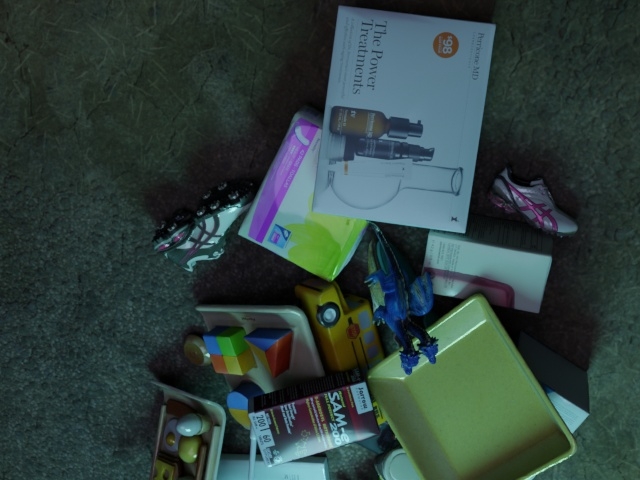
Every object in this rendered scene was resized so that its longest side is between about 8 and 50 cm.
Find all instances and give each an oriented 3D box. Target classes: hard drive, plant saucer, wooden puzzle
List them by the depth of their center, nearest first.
[{"bbox_3d":[0.290,0.317,1.724,0.333,0.081,0.332,-41,69,32],"label":"plant saucer"},{"bbox_3d":[-0.118,0.295,1.922,0.322,0.080,0.347,-3,115,44],"label":"wooden puzzle"},{"bbox_3d":[0.143,0.438,2.012,0.135,0.022,0.094,27,115,3],"label":"hard drive"},{"bbox_3d":[-0.282,0.253,2.035,0.083,0.015,0.083,18,125,28],"label":"plant saucer"},{"bbox_3d":[-0.126,0.601,2.135,0.308,0.040,0.202,-1,111,15],"label":"hard drive"}]

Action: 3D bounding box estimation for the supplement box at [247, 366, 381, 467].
[{"bbox_3d":[-0.013,0.352,1.795,0.240,0.073,0.130,-17,106,-1],"label":"supplement box"}]

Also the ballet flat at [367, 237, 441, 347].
[{"bbox_3d":[0.177,0.155,1.848,0.123,0.123,0.348,-34,100,23],"label":"ballet flat"}]

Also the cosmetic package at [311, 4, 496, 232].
[{"bbox_3d":[0.149,-0.219,1.643,0.285,0.097,0.377,7,96,2],"label":"cosmetic package"}]

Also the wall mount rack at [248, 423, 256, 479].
[{"bbox_3d":[-0.190,0.558,2.012,0.350,0.130,0.304,-7,115,41],"label":"wall mount rack"}]

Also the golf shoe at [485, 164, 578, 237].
[{"bbox_3d":[0.414,-0.072,1.717,0.186,0.067,0.086,28,114,2],"label":"golf shoe"}]

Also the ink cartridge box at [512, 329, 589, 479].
[{"bbox_3d":[0.405,0.343,1.827,0.171,0.168,0.232,33,115,0],"label":"ink cartridge box"}]

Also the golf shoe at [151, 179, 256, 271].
[{"bbox_3d":[-0.225,-0.034,1.891,0.273,0.105,0.120,-28,117,28],"label":"golf shoe"}]

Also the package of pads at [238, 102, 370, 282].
[{"bbox_3d":[0.001,-0.089,1.788,0.229,0.101,0.296,28,111,2],"label":"package of pads"}]

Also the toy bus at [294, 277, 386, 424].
[{"bbox_3d":[0.055,0.230,1.883,0.108,0.130,0.332,14,124,58],"label":"toy bus"}]

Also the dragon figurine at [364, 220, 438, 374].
[{"bbox_3d":[0.156,0.101,1.689,0.085,0.144,0.289,-10,100,-27],"label":"dragon figurine"}]

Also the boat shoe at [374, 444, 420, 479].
[{"bbox_3d":[0.270,0.539,1.976,0.325,0.097,0.116,24,75,-13],"label":"boat shoe"}]

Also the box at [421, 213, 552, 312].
[{"bbox_3d":[0.320,0.036,1.739,0.233,0.148,0.126,11,114,10],"label":"box"}]

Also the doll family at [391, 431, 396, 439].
[{"bbox_3d":[0.222,0.369,1.913,0.111,0.192,0.076,19,159,-10],"label":"doll family"}]

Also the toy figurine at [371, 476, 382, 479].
[{"bbox_3d":[0.089,0.605,2.043,0.159,0.130,0.173,-6,116,26],"label":"toy figurine"}]

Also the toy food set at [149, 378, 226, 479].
[{"bbox_3d":[-0.332,0.482,2.015,0.220,0.092,0.306,9,88,43],"label":"toy food set"}]
